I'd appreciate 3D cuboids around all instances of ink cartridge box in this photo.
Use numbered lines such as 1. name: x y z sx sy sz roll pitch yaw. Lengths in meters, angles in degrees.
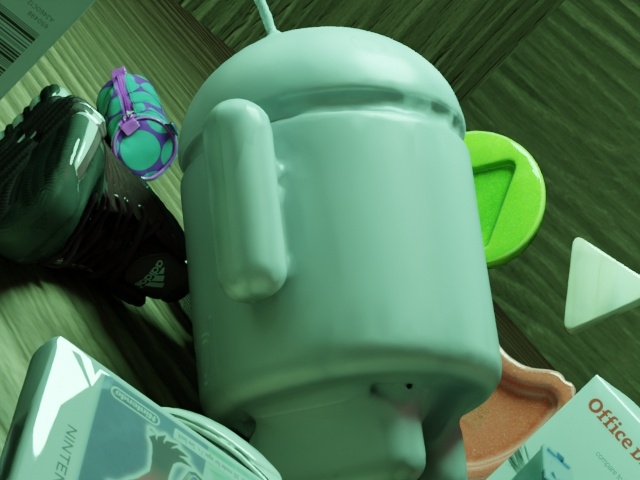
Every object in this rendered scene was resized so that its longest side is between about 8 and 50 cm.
1. ink cartridge box: 0.207 0.225 1.375 0.139 0.191 0.082 49 8 36

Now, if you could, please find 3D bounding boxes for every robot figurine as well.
1. robot figurine: 0.009 0.006 1.159 0.300 0.200 0.353 38 42 -61

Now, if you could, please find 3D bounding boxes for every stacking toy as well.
1. stacking toy: 0.135 0.071 1.596 0.309 0.279 0.130 46 -4 22

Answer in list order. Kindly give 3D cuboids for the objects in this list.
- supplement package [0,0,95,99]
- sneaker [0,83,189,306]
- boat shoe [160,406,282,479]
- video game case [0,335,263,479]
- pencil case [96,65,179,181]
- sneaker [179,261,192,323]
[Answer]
1. supplement package: -0.231 -0.170 0.856 0.204 0.262 0.145 40 9 -40
2. sneaker: -0.139 -0.011 1.135 0.162 0.106 0.281 46 6 -16
3. boat shoe: -0.034 0.163 0.811 0.219 0.078 0.070 49 7 21
4. video game case: -0.050 0.154 0.695 0.201 0.023 0.183 39 30 -21
5. pencil case: -0.178 -0.113 1.663 0.152 0.064 0.070 -122 -170 -64
6. sneaker: 0.000 0.000 1.401 0.210 0.137 0.366 39 33 -24
